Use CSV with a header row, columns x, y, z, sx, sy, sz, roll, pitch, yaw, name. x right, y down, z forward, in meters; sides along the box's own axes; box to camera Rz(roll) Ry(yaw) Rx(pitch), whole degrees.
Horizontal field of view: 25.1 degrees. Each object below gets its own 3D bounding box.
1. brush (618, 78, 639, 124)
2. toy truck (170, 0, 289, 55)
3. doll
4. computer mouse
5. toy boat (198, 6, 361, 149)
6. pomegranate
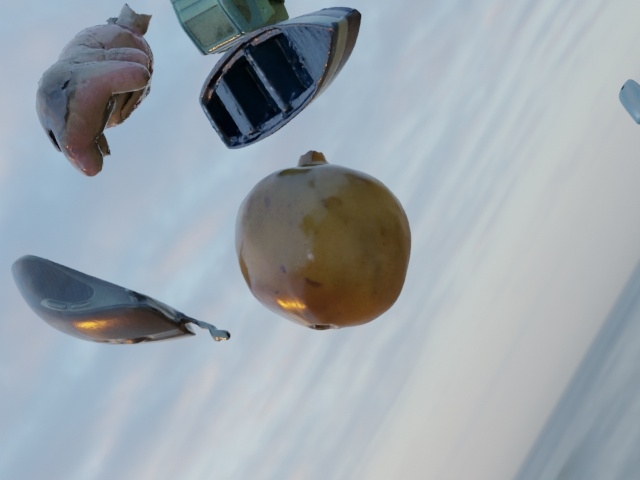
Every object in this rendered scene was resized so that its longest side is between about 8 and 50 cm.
x,y,z,sx,sy,sz,roll,pitch,yaw,name
0.464,-0.199,2.084,0.043,0.032,0.193,-60,6,16,brush
-0.149,-0.416,2.085,0.155,0.279,0.156,-18,5,44,toy truck
-0.218,-0.145,1.393,0.149,0.095,0.192,-62,8,21,doll
-0.285,0.107,2.007,0.167,0.379,0.090,32,-105,-58,computer mouse
-0.037,-0.173,1.461,0.061,0.096,0.299,-32,2,-29,toy boat
0.000,0.008,1.814,0.233,0.233,0.233,-56,-12,-18,pomegranate
